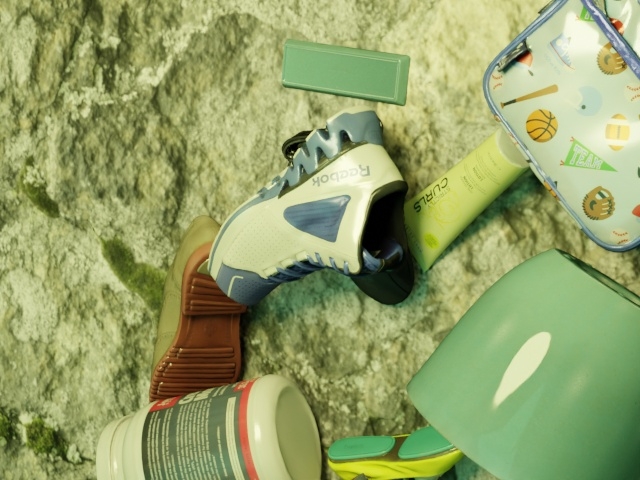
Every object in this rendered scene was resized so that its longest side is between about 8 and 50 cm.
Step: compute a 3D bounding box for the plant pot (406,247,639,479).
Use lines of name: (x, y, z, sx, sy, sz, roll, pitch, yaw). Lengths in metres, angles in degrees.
plant pot: (0.283, 0.152, 1.541, 0.293, 0.293, 0.235, 35, 99, 22)

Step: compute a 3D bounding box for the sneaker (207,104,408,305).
sneaker: (0.001, -0.001, 1.683, 0.315, 0.127, 0.182, -48, 63, 27)

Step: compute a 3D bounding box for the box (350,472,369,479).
box: (-0.045, 0.405, 1.775, 0.044, 0.233, 0.159, 55, 147, 8)

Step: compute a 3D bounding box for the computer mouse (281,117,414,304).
computer mouse: (0.021, -0.032, 1.780, 0.184, 0.060, 0.262, -7, 99, 41)

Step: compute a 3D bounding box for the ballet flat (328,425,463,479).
ballet flat: (0.115, 0.296, 1.790, 0.231, 0.077, 0.077, -12, 113, 35)

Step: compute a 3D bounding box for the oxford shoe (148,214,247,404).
oxford shoe: (-0.179, 0.126, 1.930, 0.130, 0.123, 0.348, -117, 41, -52)

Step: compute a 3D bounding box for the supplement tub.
supplement tub: (-0.152, 0.302, 1.847, 0.272, 0.191, 0.191, -15, 90, 19)

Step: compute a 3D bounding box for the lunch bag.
lunch bag: (0.346, -0.159, 1.542, 0.243, 0.115, 0.303, -40, 78, 28)

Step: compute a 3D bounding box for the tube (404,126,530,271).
tube: (0.174, -0.053, 1.687, 0.240, 0.062, 0.070, -43, 34, 45)

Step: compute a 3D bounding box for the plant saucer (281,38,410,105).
plant saucer: (0.029, -0.225, 1.778, 0.192, 0.018, 0.067, 12, 105, 28)
